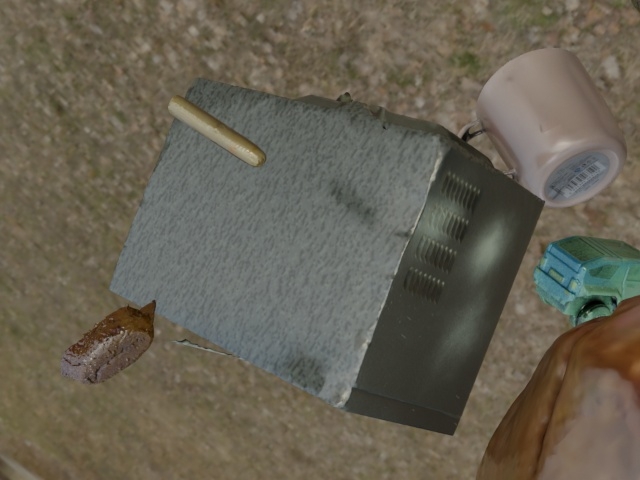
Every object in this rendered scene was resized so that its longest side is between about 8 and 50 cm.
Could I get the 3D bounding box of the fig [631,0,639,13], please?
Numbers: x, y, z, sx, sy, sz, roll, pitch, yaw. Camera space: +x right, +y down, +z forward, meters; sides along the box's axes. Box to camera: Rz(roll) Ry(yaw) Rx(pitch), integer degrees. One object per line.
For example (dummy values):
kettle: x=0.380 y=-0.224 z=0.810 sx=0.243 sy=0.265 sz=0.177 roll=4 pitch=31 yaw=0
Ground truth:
fig: x=0.665 y=-0.487 z=1.763 sx=0.181 sy=0.191 sz=0.181 roll=171 pitch=90 yaw=-78

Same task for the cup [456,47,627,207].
cup: x=0.349 y=-0.163 z=1.563 sx=0.191 sy=0.253 sz=0.200 roll=65 pitch=-176 yaw=-54

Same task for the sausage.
sausage: x=-0.108 y=-0.114 z=1.007 sx=0.132 sy=0.024 sz=0.024 roll=34 pitch=153 yaw=25

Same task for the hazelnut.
hazelnut: x=0.299 y=0.209 z=0.761 sx=0.372 sy=0.372 sz=0.315 roll=99 pitch=158 yaw=-59

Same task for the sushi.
sushi: x=-0.214 y=0.102 z=0.985 sx=0.060 sy=0.118 sz=0.061 roll=45 pitch=156 yaw=48

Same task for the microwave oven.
microwave oven: x=0.000 y=0.000 z=1.201 sx=0.432 sy=0.374 sz=0.236 roll=19 pitch=176 yaw=41

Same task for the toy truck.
toy truck: x=0.542 y=0.087 z=1.815 sx=0.155 sy=0.279 sz=0.156 roll=47 pitch=127 yaw=55
